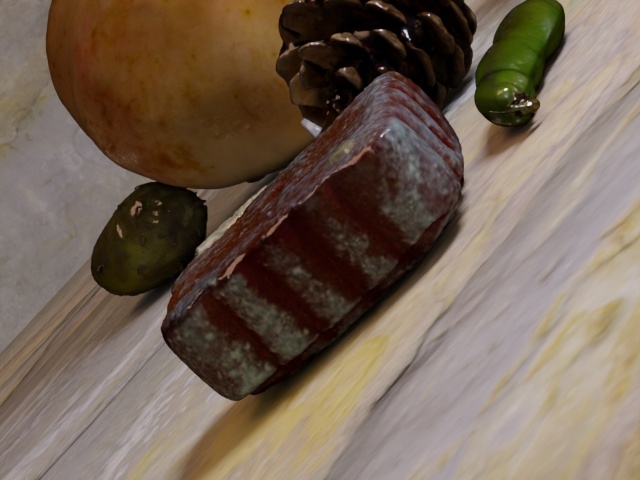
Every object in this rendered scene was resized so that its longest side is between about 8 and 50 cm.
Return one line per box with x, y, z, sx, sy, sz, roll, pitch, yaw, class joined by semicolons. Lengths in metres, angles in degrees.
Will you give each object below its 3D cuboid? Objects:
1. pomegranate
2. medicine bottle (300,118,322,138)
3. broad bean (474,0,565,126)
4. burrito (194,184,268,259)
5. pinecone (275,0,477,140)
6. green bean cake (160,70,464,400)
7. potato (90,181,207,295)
-0.131;-0.238;2.227;0.411;0.411;0.411;-44;8;8;pomegranate
0.030;-0.134;1.943;0.091;0.058;0.058;-44;8;3;medicine bottle
0.148;-0.133;1.406;0.065;0.046;0.254;-33;14;25;broad bean
-0.087;0.000;1.901;0.149;0.055;0.041;-41;40;17;burrito
0.045;-0.170;1.685;0.184;0.179;0.204;99;-167;-66;pinecone
0.000;0.000;1.299;0.232;0.097;0.198;-43;10;11;green bean cake
-0.212;0.001;2.306;0.149;0.113;0.251;-54;4;-26;potato
